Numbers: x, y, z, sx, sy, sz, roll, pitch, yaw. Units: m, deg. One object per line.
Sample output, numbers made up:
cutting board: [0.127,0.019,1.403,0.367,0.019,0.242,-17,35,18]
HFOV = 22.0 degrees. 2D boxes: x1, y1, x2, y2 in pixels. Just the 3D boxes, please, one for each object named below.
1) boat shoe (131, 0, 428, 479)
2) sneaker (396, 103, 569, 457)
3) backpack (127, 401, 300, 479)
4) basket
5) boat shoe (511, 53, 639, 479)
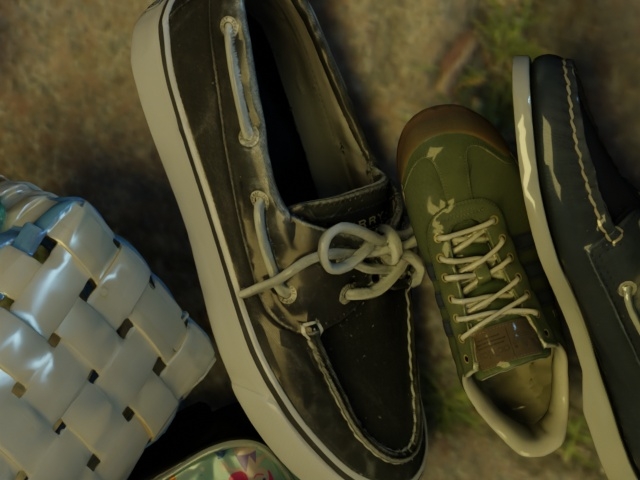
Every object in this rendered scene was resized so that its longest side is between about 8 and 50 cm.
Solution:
boat shoe: [0.003,-0.002,0.883,0.105,0.113,0.306,-16,93,46]
sneaker: [0.091,0.029,0.829,0.064,0.086,0.192,-17,126,5]
backpack: [-0.060,0.250,0.966,0.225,0.191,0.253,-28,102,7]
basket: [-0.219,0.074,0.917,0.289,0.254,0.201,-6,133,48]
boat shoe: [0.156,0.019,0.817,0.079,0.095,0.254,-12,110,21]
